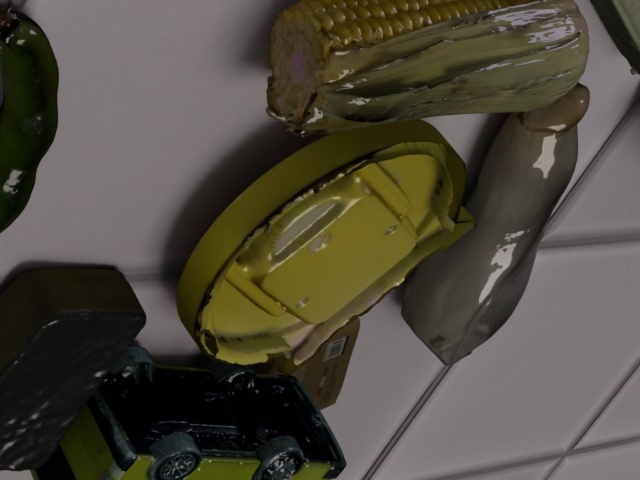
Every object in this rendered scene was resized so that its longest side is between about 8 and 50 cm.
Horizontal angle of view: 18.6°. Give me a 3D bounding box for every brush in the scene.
[{"bbox_3d":[-0.237,0.109,1.600,0.123,0.059,0.197,6,129,-49],"label":"brush"}]

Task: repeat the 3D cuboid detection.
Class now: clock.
[{"bbox_3d":[-0.003,-0.004,1.689,0.277,0.071,0.293,-37,156,-2],"label":"clock"}]

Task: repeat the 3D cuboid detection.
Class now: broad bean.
[{"bbox_3d":[-0.216,-0.085,1.372,0.069,0.039,0.227,-29,149,-29],"label":"broad bean"}]

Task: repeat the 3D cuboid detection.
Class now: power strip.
[{"bbox_3d":[0.270,-0.207,1.702,0.052,0.078,0.272,-42,150,3],"label":"power strip"}]

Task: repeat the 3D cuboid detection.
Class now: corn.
[{"bbox_3d":[0.084,-0.143,1.538,0.305,0.123,0.122,-12,144,-37],"label":"corn"}]

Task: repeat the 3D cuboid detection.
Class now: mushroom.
[{"bbox_3d":[0.166,-0.013,1.852,0.109,0.097,0.351,-13,139,-42],"label":"mushroom"}]

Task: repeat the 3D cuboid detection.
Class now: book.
[{"bbox_3d":[-0.056,0.148,1.902,0.199,0.016,0.138,-20,145,-30],"label":"book"}]

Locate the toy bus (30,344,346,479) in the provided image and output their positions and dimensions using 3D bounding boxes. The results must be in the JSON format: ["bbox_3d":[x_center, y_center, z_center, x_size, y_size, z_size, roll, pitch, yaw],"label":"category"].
[{"bbox_3d":[-0.121,0.192,1.756,0.262,0.128,0.150,10,128,-44],"label":"toy bus"}]
